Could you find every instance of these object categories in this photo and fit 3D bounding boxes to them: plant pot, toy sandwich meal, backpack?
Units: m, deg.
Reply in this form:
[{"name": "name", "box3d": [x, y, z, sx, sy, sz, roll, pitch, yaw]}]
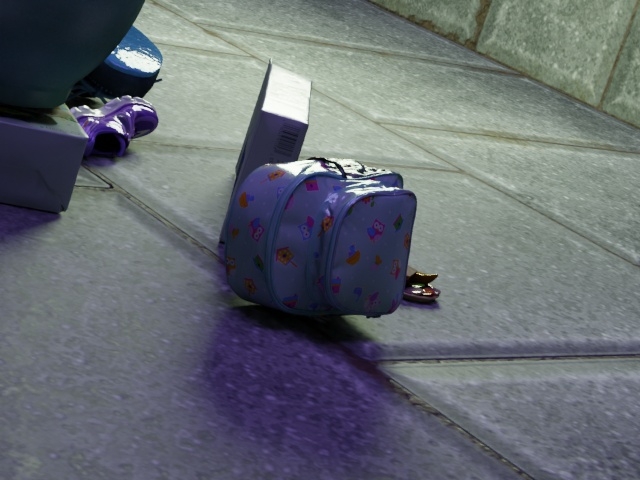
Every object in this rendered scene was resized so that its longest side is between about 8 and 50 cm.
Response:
[{"name": "plant pot", "box3d": [-0.337, -0.263, 1.785, 0.293, 0.196, 0.293, 17, 16, -5]}, {"name": "toy sandwich meal", "box3d": [0.100, 0.043, 1.884, 0.086, 0.029, 0.085, 17, 16, -5]}, {"name": "backpack", "box3d": [0.000, 0.000, 1.669, 0.188, 0.166, 0.144, 2, 13, -39]}]

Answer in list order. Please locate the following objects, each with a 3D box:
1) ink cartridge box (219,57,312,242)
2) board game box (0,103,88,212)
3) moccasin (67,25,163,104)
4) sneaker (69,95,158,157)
[{"name": "ink cartridge box", "box3d": [-0.062, -0.110, 1.978, 0.065, 0.165, 0.332, 16, 17, -5]}, {"name": "board game box", "box3d": [-0.408, -0.142, 1.838, 0.224, 0.097, 0.303, 12, 17, -25]}, {"name": "moccasin", "box3d": [-0.302, -0.247, 2.282, 0.138, 0.117, 0.342, 20, 15, -23]}, {"name": "sneaker", "box3d": [-0.259, -0.131, 2.057, 0.071, 0.068, 0.170, 40, 32, 19]}]
